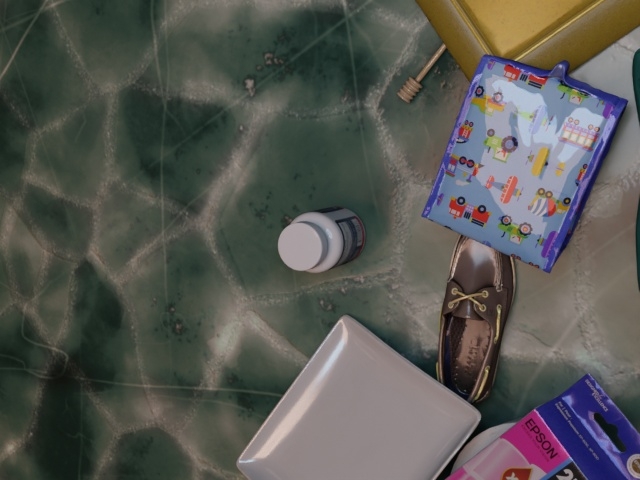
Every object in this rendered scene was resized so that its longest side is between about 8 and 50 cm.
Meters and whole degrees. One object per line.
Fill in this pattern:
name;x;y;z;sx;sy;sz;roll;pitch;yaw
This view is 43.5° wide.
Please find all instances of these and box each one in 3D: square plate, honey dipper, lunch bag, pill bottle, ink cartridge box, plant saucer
square plate;0.058;0.350;1.383;0.344;0.049;0.347;34;86;41
honey dipper;0.190;-0.306;1.361;0.030;0.030;0.160;42;109;13
lunch bag;0.315;-0.136;1.233;0.221;0.138;0.293;26;122;19
pill bottle;0.000;0.000;1.400;0.108;0.180;0.107;3;98;24
ink cartridge box;0.324;0.385;1.237;0.371;0.069;0.175;-46;63;22
plant saucer;0.320;-0.419;1.251;0.333;0.081;0.332;-34;82;19

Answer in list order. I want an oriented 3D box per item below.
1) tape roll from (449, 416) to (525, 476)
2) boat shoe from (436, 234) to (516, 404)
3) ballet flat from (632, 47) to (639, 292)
tape roll;0.356;0.434;1.308;0.286;0.100;0.286;-3;85;36
boat shoe;0.256;0.125;1.350;0.117;0.097;0.324;10;100;22
ballet flat;0.543;-0.101;1.191;0.139;0.139;0.400;-1;95;24
